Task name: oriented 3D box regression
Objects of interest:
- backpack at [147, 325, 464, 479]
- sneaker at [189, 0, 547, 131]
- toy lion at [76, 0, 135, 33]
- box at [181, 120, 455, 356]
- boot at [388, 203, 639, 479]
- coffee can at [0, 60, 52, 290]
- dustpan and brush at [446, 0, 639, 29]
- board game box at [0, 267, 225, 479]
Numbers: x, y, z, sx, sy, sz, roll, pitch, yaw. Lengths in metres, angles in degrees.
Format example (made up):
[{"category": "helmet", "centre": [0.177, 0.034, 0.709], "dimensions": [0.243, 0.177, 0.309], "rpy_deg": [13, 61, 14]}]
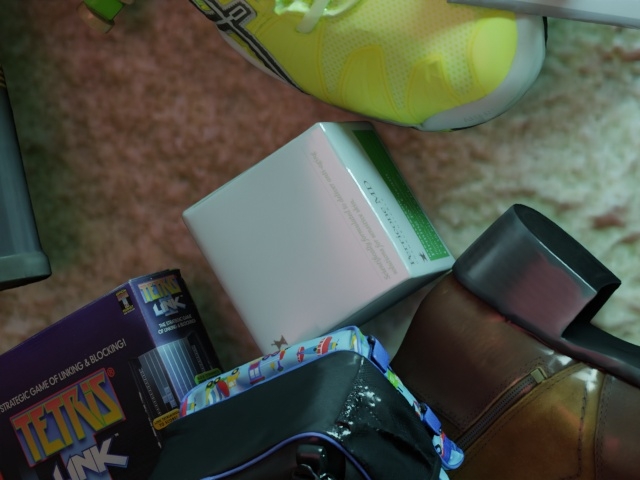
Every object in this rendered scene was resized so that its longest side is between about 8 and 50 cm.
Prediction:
[{"category": "backpack", "centre": [0.008, 0.151, 0.889], "dimensions": [0.158, 0.117, 0.173], "rpy_deg": [-27, 114, 32]}, {"category": "sneaker", "centre": [-0.054, -0.180, 0.937], "dimensions": [0.384, 0.147, 0.145], "rpy_deg": [34, 104, 14]}, {"category": "toy lion", "centre": [-0.156, -0.175, 1.018], "dimensions": [0.100, 0.096, 0.034], "rpy_deg": [34, 111, -26]}, {"category": "box", "centre": [0.000, 0.000, 0.961], "dimensions": [0.102, 0.087, 0.101], "rpy_deg": [-34, 82, 21]}, {"category": "boot", "centre": [0.104, 0.165, 0.929], "dimensions": [0.264, 0.096, 0.280], "rpy_deg": [42, 109, 13]}, {"category": "coffee can", "centre": [-0.284, -0.091, 1.007], "dimensions": [0.201, 0.201, 0.275], "rpy_deg": [-13, 89, 22]}, {"category": "dustpan and brush", "centre": [0.148, -0.209, 0.843], "dimensions": [0.147, 0.060, 0.211], "rpy_deg": [6, 102, -14]}, {"category": "board game box", "centre": [-0.124, 0.113, 1.019], "dimensions": [0.170, 0.048, 0.141], "rpy_deg": [-29, 84, 37]}]
